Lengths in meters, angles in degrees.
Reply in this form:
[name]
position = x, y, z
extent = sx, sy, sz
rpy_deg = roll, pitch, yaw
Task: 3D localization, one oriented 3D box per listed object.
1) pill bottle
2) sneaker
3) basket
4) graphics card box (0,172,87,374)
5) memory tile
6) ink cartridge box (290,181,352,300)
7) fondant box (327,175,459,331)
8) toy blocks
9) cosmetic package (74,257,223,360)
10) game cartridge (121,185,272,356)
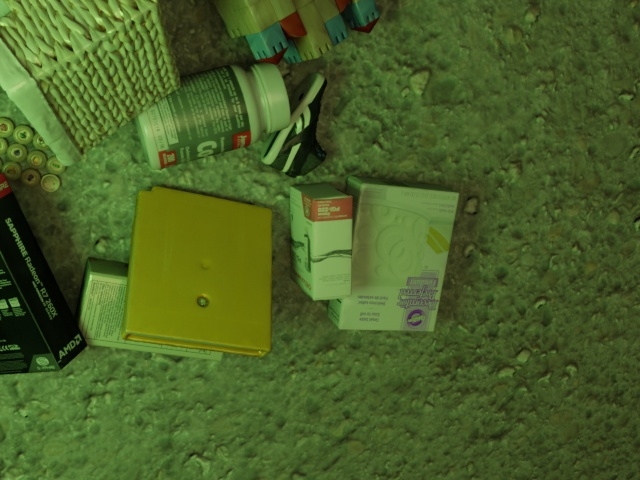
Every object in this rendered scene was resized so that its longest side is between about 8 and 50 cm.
[pill bottle]
position = -0.211, -0.246, 1.499
extent = 0.283, 0.161, 0.161
rpy_deg = -17, 109, -13
[sneaker]
position = -0.022, -0.232, 1.620
extent = 0.121, 0.079, 0.216
rpy_deg = 28, 103, -26
[basket]
position = -0.430, -0.355, 1.253
extent = 0.266, 0.331, 0.328
rpy_deg = -36, 81, -9
[graphics card box]
position = -0.608, 0.072, 1.425
extent = 0.233, 0.094, 0.370
rpy_deg = -9, 111, 27
[memory tile]
position = -0.561, -0.161, 1.485
extent = 0.148, 0.012, 0.113
rpy_deg = 19, 98, -23
[ink cartridge box]
position = 0.000, 0.000, 1.640
extent = 0.092, 0.158, 0.217
rpy_deg = -7, 106, -18
[fondant box]
position = 0.160, 0.033, 1.739
extent = 0.238, 0.096, 0.330
rpy_deg = 4, 104, -20
[toy blocks]
position = -0.047, -0.461, 1.474
extent = 0.381, 0.191, 0.260
rpy_deg = -40, 118, -30
[cosmetic package]
position = -0.337, 0.140, 1.581
extent = 0.296, 0.129, 0.153
rpy_deg = 13, 99, -21
[game cartridge]
position = -0.234, 0.058, 1.534
extent = 0.285, 0.052, 0.323
rpy_deg = 11, 58, -21
